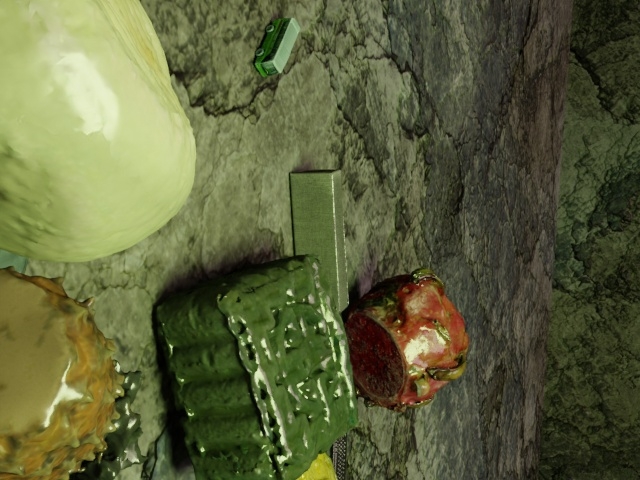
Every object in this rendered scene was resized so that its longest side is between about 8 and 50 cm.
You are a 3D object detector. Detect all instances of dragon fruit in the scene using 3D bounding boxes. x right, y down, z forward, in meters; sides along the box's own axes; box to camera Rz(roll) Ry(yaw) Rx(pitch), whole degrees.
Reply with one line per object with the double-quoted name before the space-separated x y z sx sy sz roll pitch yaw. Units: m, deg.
"dragon fruit" 0.127 0.184 1.251 0.147 0.211 0.282 -26 134 -45

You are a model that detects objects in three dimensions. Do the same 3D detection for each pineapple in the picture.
"pineapple" -0.218 0.138 0.593 0.170 0.141 0.310 -33 160 -17

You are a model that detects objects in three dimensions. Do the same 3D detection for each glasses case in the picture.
"glasses case" 0.000 0.000 1.129 0.047 0.071 0.204 -25 114 -63

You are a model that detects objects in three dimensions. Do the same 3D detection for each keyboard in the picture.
"keyboard" 0.029 0.396 1.285 0.053 0.010 0.155 3 90 -63

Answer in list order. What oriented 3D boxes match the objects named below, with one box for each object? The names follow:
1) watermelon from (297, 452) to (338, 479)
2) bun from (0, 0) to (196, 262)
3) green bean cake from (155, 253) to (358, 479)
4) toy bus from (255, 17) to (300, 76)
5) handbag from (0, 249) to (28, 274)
"watermelon" -0.047 0.381 1.013 0.204 0.127 0.232 42 46 -60
"bun" -0.233 -0.144 0.493 0.361 0.213 0.361 63 0 0
"green bean cake" -0.059 0.150 0.934 0.255 0.132 0.241 -16 91 -60
"toy bus" -0.058 -0.257 1.027 0.031 0.037 0.083 53 48 -50
"handbag" -0.337 0.024 0.509 0.332 0.075 0.191 44 58 -59
